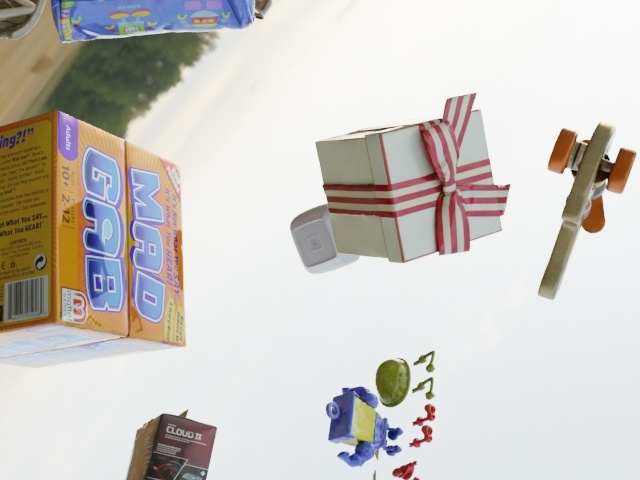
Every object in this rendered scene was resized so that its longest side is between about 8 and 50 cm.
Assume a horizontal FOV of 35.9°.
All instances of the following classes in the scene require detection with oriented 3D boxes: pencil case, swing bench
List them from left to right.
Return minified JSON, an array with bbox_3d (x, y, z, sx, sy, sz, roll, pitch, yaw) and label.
[{"bbox_3d":[-0.739,-0.489,2.018,0.253,0.254,0.165,8,-85,39],"label":"swing bench"},{"bbox_3d":[-0.240,-0.359,1.435,0.133,0.306,0.119,131,-48,-85],"label":"pencil case"}]

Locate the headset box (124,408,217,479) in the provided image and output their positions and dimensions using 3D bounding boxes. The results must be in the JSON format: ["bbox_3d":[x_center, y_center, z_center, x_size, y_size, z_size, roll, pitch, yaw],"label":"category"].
[{"bbox_3d":[-0.285,0.447,1.766,0.218,0.110,0.293,140,-36,-61],"label":"headset box"}]

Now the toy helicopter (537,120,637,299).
[{"bbox_3d":[0.482,-0.056,1.867,0.235,0.140,0.355,-38,146,-64],"label":"toy helicopter"}]

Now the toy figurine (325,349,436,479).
[{"bbox_3d":[0.112,0.374,2.170,0.191,0.217,0.363,-31,-140,45],"label":"toy figurine"}]

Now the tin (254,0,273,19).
[{"bbox_3d":[-0.139,-0.409,1.617,0.040,0.106,0.189,-51,-152,-2],"label":"tin"}]

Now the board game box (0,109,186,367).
[{"bbox_3d":[-0.490,0.021,1.771,0.356,0.356,0.356,-11,-106,25],"label":"board game box"}]

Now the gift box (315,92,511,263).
[{"bbox_3d":[0.176,-0.114,1.758,0.276,0.255,0.258,-22,-167,-27],"label":"gift box"}]

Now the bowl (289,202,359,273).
[{"bbox_3d":[0.000,0.000,2.083,0.142,0.142,0.053,-20,-178,37],"label":"bowl"}]
